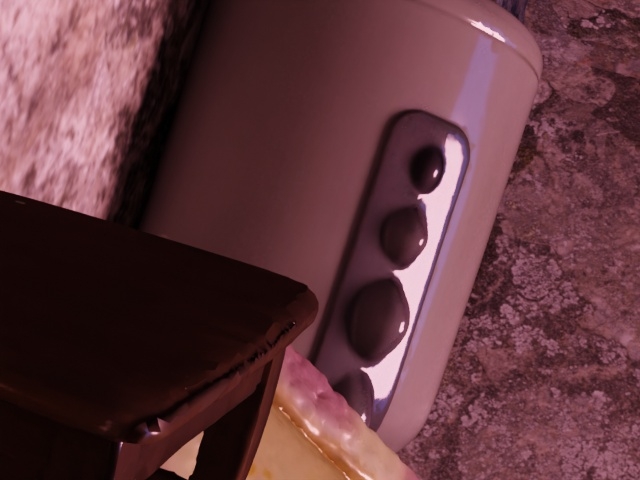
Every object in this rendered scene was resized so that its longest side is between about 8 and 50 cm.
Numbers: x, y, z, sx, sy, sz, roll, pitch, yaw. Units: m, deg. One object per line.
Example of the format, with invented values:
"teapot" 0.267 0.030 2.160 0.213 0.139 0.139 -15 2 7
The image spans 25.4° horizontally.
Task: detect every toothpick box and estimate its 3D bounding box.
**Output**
"toothpick box" 0.000 0.000 0.848 0.229 0.229 0.316 52 55 -78

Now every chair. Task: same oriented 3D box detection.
"chair" -0.100 -0.003 0.418 0.160 0.186 0.319 -27 134 -70

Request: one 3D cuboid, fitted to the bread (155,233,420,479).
"bread" -0.024 0.181 0.690 0.155 0.338 0.187 -34 -162 30
